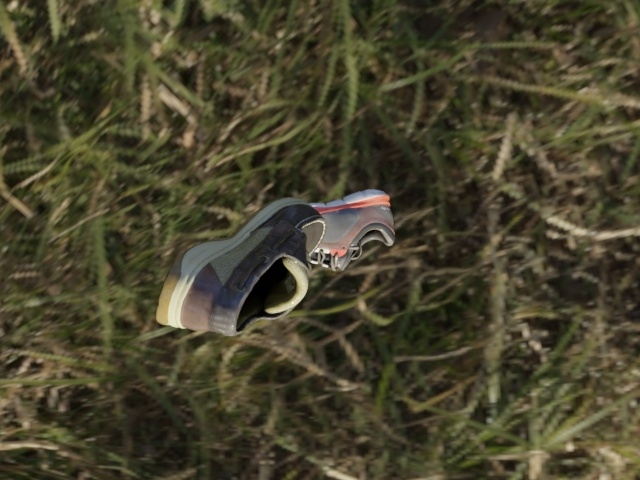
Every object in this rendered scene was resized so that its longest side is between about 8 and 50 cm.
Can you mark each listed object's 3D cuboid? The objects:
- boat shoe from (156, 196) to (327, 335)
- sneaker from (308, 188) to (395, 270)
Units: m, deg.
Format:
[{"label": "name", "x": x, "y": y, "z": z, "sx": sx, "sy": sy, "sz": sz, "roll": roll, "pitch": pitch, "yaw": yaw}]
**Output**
[{"label": "boat shoe", "x": -0.044, "y": 0.028, "z": 1.141, "sx": 0.073, "sy": 0.223, "sz": 0.080, "roll": 28, "pitch": 115, "yaw": 17}, {"label": "sneaker", "x": 0.000, "y": 0.000, "z": 1.408, "sx": 0.158, "sy": 0.061, "sz": 0.065, "roll": -17, "pitch": 74, "yaw": -7}]
